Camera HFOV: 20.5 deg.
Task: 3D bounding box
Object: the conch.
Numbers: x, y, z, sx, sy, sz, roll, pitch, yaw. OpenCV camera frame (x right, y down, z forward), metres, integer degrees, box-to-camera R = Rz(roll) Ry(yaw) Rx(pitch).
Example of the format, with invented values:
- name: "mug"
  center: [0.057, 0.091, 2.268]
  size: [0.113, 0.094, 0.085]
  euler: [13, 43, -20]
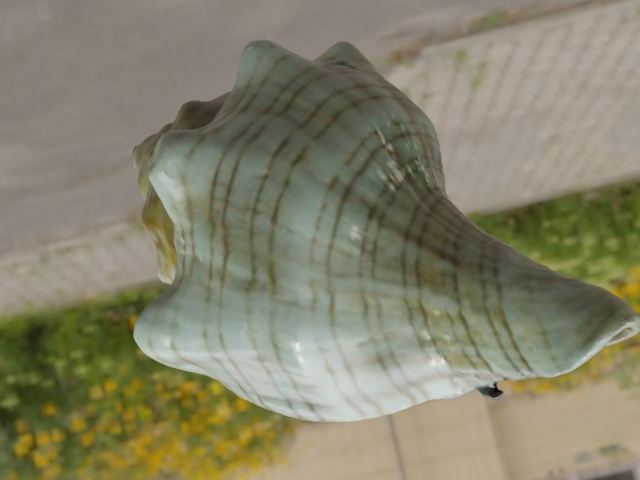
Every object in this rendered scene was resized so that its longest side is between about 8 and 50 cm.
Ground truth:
- name: "conch"
  center: [-0.010, -0.009, 0.904]
  size: [0.203, 0.169, 0.386]
  euler: [-51, -156, -10]
